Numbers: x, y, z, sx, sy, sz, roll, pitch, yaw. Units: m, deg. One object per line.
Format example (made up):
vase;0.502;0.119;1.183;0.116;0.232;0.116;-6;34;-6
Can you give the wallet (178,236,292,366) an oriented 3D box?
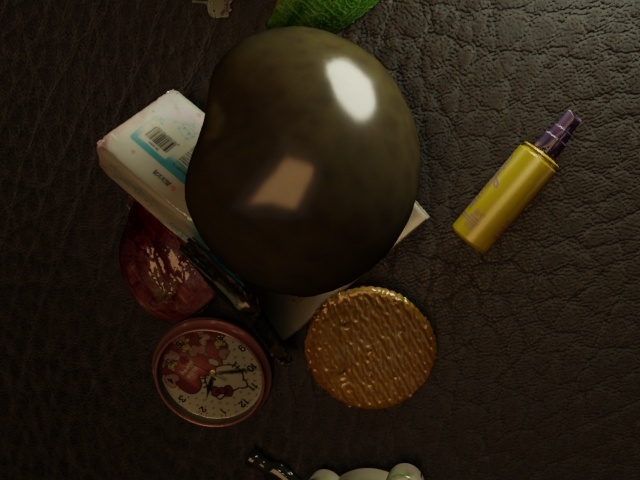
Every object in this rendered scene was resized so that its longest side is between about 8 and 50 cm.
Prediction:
wallet;-0.134;0.115;1.134;0.044;0.317;0.169;-42;64;-11

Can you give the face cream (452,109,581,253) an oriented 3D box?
face cream;0.340;-0.103;1.110;0.078;0.078;0.273;40;105;6

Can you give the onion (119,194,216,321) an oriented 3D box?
onion;-0.322;0.027;1.263;0.227;0.120;0.283;-40;79;28

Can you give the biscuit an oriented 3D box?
biscuit;0.093;0.203;1.217;0.254;0.035;0.253;2;107;6

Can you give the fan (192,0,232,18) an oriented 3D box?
fan;-0.205;-0.451;1.238;0.083;0.004;0.055;12;100;13

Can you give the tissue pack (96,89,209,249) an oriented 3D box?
tissue pack;-0.241;-0.123;1.194;0.271;0.201;0.124;40;148;6

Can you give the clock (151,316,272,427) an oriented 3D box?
clock;-0.217;0.263;1.298;0.245;0.056;0.244;2;109;5

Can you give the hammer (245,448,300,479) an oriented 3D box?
hammer;-0.176;0.646;1.361;0.168;0.044;0.439;33;104;9

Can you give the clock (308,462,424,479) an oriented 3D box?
clock;0.104;0.589;1.250;0.284;0.114;0.309;-10;93;17

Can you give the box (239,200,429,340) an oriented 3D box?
box;0.000;0.000;1.223;0.365;0.051;0.204;-42;86;15

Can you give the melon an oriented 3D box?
melon;0.031;-0.465;1.122;0.323;0.196;0.124;-53;48;22

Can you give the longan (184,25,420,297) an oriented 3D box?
longan;-0.022;-0.113;0.998;0.336;0.405;0.404;13;104;53
